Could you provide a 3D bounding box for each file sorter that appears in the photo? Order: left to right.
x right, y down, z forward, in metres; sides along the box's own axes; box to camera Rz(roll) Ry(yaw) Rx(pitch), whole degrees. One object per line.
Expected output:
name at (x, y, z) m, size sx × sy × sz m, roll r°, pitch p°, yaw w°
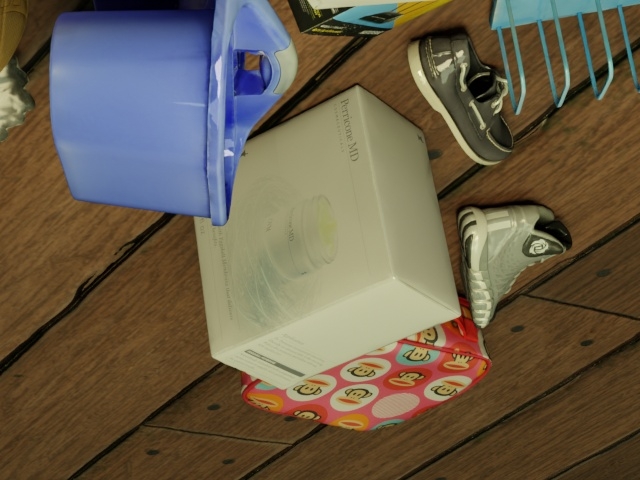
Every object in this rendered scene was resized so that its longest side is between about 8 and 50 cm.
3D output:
file sorter at (0.252, -0.188, 1.484) m, size 0.170 × 0.104 × 0.118 m, roll -11°, pitch 171°, yaw 1°

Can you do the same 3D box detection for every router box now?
router box at (0.064, -0.220, 1.382) m, size 0.133 × 0.046 × 0.179 m, roll -23°, pitch 177°, yaw 23°

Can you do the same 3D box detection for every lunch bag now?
lunch bag at (0.064, 0.133, 2.021) m, size 0.293 × 0.120 × 0.258 m, roll 17°, pitch 141°, yaw -39°

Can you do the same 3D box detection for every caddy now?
caddy at (-0.107, -0.150, 1.301) m, size 0.179 × 0.241 × 0.341 m, roll 6°, pitch 163°, yaw -1°

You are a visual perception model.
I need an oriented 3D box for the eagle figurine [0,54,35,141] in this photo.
eagle figurine at (-0.440, -0.097, 1.433) m, size 0.226 × 0.225 × 0.298 m, roll 18°, pitch -152°, yaw 38°

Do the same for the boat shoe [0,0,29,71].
boat shoe at (-0.337, -0.157, 1.303) m, size 0.096 × 0.277 × 0.098 m, roll 19°, pitch 124°, yaw 16°

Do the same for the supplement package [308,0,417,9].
supplement package at (0.086, -0.287, 1.169) m, size 0.262 × 0.145 × 0.204 m, roll 0°, pitch 156°, yaw 24°

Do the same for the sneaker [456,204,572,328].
sneaker at (0.236, 0.029, 1.926) m, size 0.132 × 0.086 × 0.229 m, roll -12°, pitch 150°, yaw 0°

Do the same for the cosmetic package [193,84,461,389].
cosmetic package at (0.000, 0.000, 1.651) m, size 0.224 × 0.224 × 0.138 m, roll -24°, pitch 148°, yaw 25°

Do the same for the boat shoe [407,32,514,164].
boat shoe at (0.157, -0.140, 1.606) m, size 0.065 × 0.075 × 0.206 m, roll -19°, pitch 146°, yaw 23°
